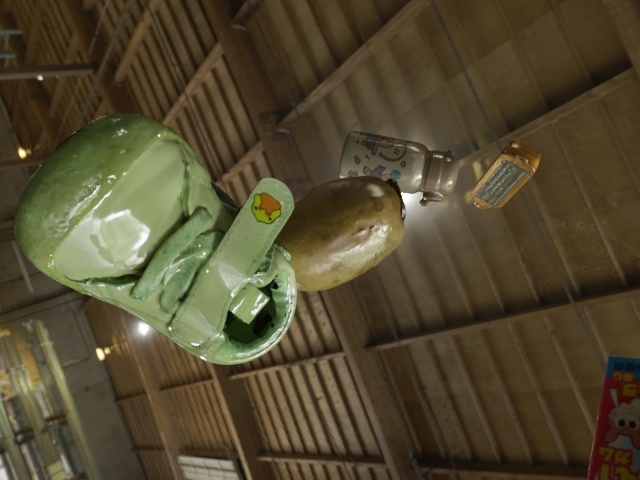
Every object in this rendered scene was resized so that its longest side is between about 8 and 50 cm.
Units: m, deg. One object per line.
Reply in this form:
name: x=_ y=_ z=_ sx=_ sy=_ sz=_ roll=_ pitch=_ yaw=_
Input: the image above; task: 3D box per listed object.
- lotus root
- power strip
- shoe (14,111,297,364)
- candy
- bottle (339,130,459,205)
lotus root: x=0.000 y=0.000 z=0.600 sx=0.118 sy=0.221 sz=0.125 roll=64 pitch=5 yaw=31
power strip: x=0.251 y=-0.083 z=0.717 sx=0.049 sy=0.028 sz=0.178 roll=30 pitch=-18 yaw=8
shoe: x=-0.096 y=0.008 z=0.402 sx=0.128 sy=0.140 sz=0.262 roll=15 pitch=-25 yaw=21
candy: x=0.502 y=0.332 z=0.764 sx=0.157 sy=0.306 sz=0.100 roll=-4 pitch=-43 yaw=45
bottle: x=0.144 y=-0.129 z=0.936 sx=0.209 sy=0.097 sz=0.110 roll=15 pitch=-85 yaw=15
